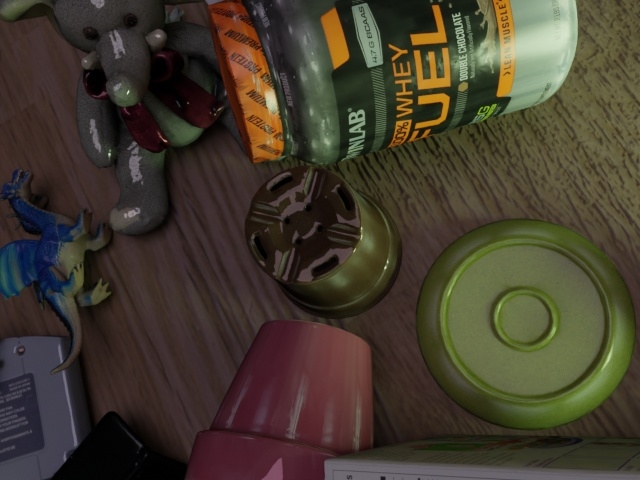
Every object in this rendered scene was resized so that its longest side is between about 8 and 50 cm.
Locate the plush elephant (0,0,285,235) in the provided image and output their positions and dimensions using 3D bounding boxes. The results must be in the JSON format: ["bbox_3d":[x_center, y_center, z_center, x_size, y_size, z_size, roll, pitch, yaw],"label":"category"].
[{"bbox_3d":[-0.212,-0.214,0.776,0.272,0.255,0.329,-21,74,8],"label":"plush elephant"}]

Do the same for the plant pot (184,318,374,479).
[{"bbox_3d":[-0.023,0.190,0.693,0.202,0.201,0.180,7,66,15],"label":"plant pot"}]

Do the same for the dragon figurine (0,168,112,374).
[{"bbox_3d":[-0.358,0.040,0.843,0.144,0.085,0.289,-10,69,13],"label":"dragon figurine"}]

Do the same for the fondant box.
[{"bbox_3d":[0.203,0.222,0.545,0.331,0.238,0.096,-9,76,33],"label":"fondant box"}]

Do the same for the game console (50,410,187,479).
[{"bbox_3d":[-0.242,0.286,0.783,0.122,0.107,0.071,-50,39,0],"label":"game console"}]

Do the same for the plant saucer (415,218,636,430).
[{"bbox_3d":[0.226,0.089,0.724,0.241,0.037,0.240,-3,77,13],"label":"plant saucer"}]

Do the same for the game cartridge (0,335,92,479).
[{"bbox_3d":[-0.441,0.236,0.847,0.294,0.060,0.196,-18,79,9],"label":"game cartridge"}]

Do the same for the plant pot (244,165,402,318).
[{"bbox_3d":[0.000,0.000,0.730,0.167,0.165,0.166,-2,79,13],"label":"plant pot"}]

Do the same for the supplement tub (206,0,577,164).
[{"bbox_3d":[0.067,-0.203,0.678,0.338,0.207,0.207,-17,75,-7],"label":"supplement tub"}]

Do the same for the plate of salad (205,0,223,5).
[{"bbox_3d":[-0.067,-0.369,0.883,0.200,0.048,0.199,-4,67,8],"label":"plate of salad"}]
